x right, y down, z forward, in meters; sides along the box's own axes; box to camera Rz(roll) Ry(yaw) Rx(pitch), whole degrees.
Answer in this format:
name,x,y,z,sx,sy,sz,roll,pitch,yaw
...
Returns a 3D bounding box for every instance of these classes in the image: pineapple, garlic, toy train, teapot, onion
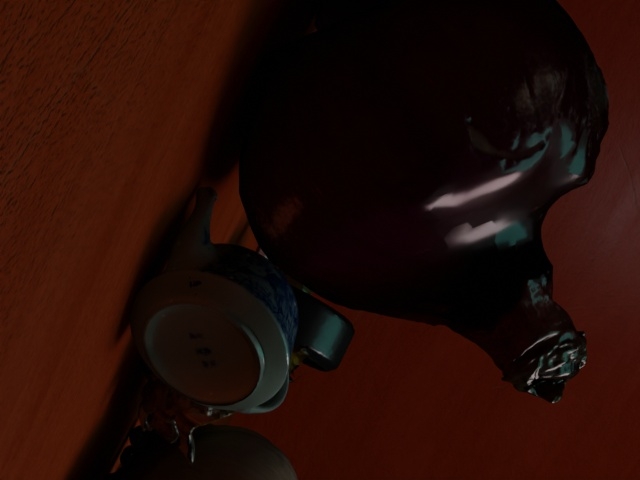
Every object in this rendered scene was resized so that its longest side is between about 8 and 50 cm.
name,x,y,z,sx,sy,sz,roll,pitch,yaw
pineapple,-0.145,0.136,1.307,0.161,0.158,0.334,-22,-173,20
garlic,-0.166,0.344,1.331,0.322,0.321,0.241,-58,138,-58
toy train,-0.238,0.308,1.489,0.148,0.071,0.038,-62,177,-4
teapot,-0.086,0.071,1.101,0.232,0.158,0.159,69,29,-25
onion,0.119,-0.027,1.134,0.398,0.420,0.398,-18,172,-2

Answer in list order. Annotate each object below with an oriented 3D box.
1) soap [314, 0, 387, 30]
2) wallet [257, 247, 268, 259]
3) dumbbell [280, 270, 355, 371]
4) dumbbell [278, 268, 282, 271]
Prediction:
name,x,y,z,sx,sy,sz,roll,pitch,yaw
soap,0.071,-0.322,1.166,0.181,0.081,0.259,-61,178,-13
wallet,-0.070,-0.012,1.967,0.183,0.031,0.124,-57,171,-54
dumbbell,0.000,0.000,1.605,0.323,0.203,0.204,-63,177,-10
dumbbell,-0.098,0.124,2.029,0.209,0.099,0.099,-64,177,3
